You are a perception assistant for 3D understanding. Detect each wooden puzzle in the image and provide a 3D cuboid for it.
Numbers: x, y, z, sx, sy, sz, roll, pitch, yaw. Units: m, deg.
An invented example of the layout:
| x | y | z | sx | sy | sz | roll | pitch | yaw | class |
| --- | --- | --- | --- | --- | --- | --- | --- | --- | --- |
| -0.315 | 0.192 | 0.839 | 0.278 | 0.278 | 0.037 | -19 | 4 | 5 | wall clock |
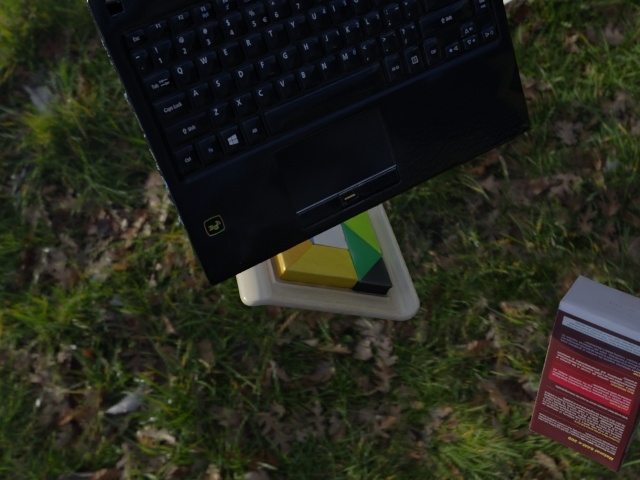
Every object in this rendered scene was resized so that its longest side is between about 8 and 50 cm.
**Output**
| x | y | z | sx | sy | sz | roll | pitch | yaw | class |
| --- | --- | --- | --- | --- | --- | --- | --- | --- | --- |
| 0.000 | 0.000 | 0.969 | 0.044 | 0.238 | 0.221 | -60 | 34 | 40 | wooden puzzle |

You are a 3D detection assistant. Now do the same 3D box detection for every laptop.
| x | y | z | sx | sy | sz | roll | pitch | yaw | class |
| --- | --- | --- | --- | --- | --- | --- | --- | --- | --- |
| 0.019 | -0.123 | 0.352 | 0.234 | 0.264 | 0.136 | -26 | 23 | -15 | laptop |

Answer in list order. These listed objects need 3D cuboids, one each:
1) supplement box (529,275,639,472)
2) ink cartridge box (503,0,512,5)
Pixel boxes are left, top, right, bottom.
| x | y | z | sx | sy | sz | roll | pitch | yaw | class |
| --- | --- | --- | --- | --- | --- | --- | --- | --- | --- |
| 0.366 | 0.178 | 0.980 | 0.130 | 0.073 | 0.239 | 23 | 131 | 28 | supplement box |
| 0.235 | -0.450 | 1.016 | 0.060 | 0.275 | 0.239 | -34 | 99 | -14 | ink cartridge box |
